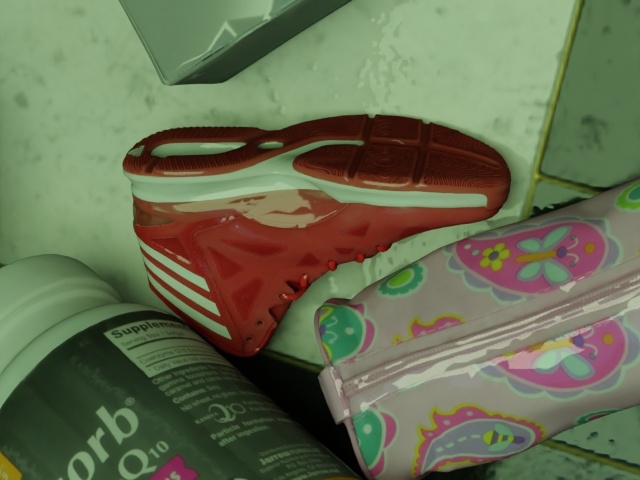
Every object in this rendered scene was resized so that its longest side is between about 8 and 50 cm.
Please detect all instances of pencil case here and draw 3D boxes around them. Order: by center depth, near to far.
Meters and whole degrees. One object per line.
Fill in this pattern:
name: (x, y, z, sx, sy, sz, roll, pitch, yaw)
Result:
pencil case: (0.139, 0.037, 0.889, 0.284, 0.124, 0.124, -22, 89, 18)

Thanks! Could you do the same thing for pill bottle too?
pill bottle: (-0.095, 0.134, 0.927, 0.278, 0.162, 0.162, 38, 107, 33)

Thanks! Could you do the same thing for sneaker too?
sneaker: (0.000, 0.000, 0.971, 0.221, 0.087, 0.128, 4, 120, 12)

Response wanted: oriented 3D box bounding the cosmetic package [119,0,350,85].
cosmetic package: (-0.079, -0.218, 0.945, 0.127, 0.107, 0.238, -28, 90, 19)
